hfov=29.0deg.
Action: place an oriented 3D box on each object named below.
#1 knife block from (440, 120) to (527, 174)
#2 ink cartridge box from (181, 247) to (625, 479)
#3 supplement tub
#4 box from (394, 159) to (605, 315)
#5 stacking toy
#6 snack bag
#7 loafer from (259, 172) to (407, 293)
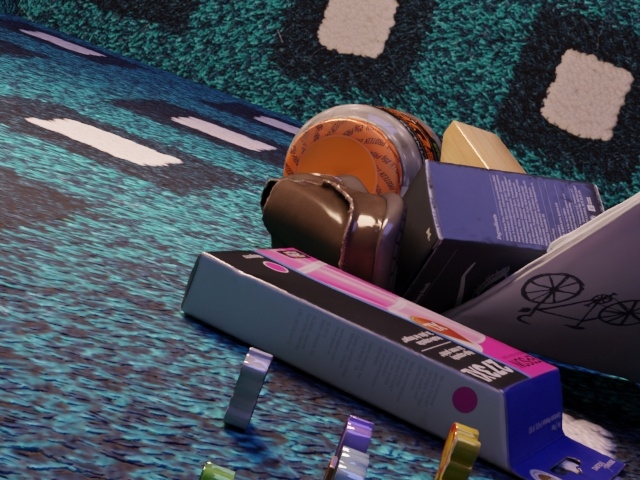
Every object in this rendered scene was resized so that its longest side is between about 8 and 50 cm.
[{"bbox_3d":[0.261,-0.032,1.640,0.088,0.276,0.242,14,-13,-36],"label":"knife block"},{"bbox_3d":[0.079,0.103,1.046,0.371,0.069,0.176,26,11,22],"label":"ink cartridge box"},{"bbox_3d":[0.063,-0.091,1.716,0.193,0.194,0.316,22,10,11],"label":"supplement tub"},{"bbox_3d":[0.182,0.011,1.322,0.207,0.153,0.108,8,53,-19],"label":"box"},{"bbox_3d":[0.018,0.136,0.742,0.167,0.052,0.221,20,10,0],"label":"stacking toy"},{"bbox_3d":[0.345,0.052,1.277,0.323,0.342,0.037,16,54,-31],"label":"snack bag"},{"bbox_3d":[0.000,0.000,1.334,0.130,0.134,0.366,7,7,-11],"label":"loafer"}]
